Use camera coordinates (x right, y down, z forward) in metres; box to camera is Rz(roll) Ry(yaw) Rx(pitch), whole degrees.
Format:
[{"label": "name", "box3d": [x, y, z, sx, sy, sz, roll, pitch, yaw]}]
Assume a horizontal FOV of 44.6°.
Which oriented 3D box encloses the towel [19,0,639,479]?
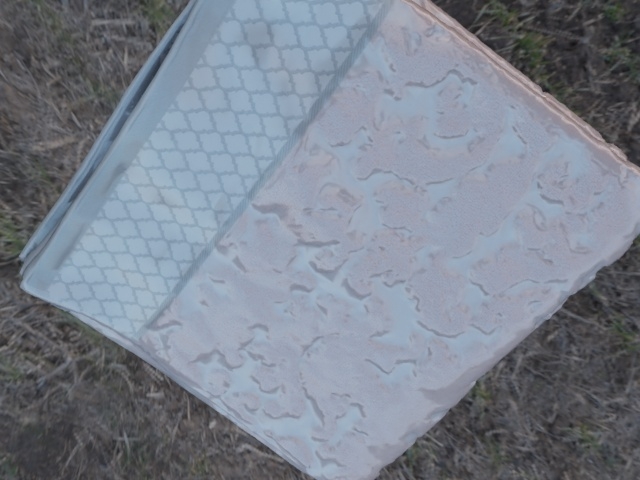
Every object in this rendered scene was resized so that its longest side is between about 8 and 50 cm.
[{"label": "towel", "box3d": [0.000, 0.000, 0.521, 0.317, 0.053, 0.332, 34, 117, -12]}]
